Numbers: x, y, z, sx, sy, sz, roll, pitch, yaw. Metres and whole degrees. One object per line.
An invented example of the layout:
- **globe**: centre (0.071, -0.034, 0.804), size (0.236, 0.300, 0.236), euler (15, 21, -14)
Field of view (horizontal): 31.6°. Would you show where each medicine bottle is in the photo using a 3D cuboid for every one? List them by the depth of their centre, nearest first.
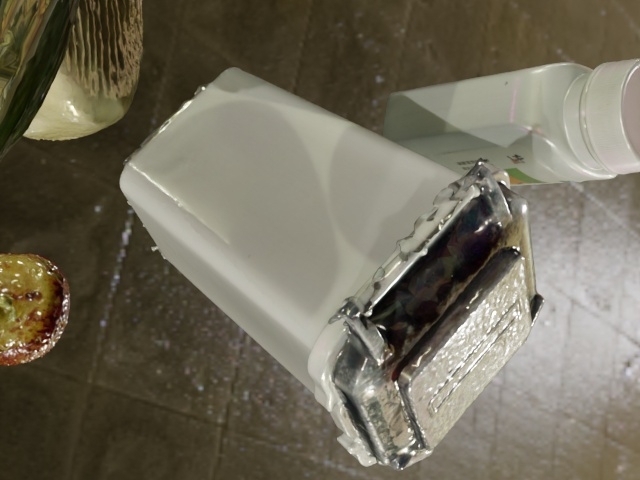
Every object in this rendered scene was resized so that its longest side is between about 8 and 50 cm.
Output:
- **medicine bottle**: centre (0.210, -0.112, 1.151), size (0.161, 0.296, 0.111), euler (20, 74, -41)

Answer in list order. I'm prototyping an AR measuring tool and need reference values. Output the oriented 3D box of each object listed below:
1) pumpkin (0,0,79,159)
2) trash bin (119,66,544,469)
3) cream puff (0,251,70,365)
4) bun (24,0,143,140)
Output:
- **pumpkin**: centre (-0.281, -0.150, 0.321), size (0.454, 0.344, 0.454), euler (42, 14, -13)
- **trash bin**: centre (0.000, 0.000, 1.060), size (0.256, 0.368, 0.296), euler (-47, 150, -14)
- **cream puff**: centre (-0.373, 0.084, 1.367), size (0.084, 0.149, 0.149), euler (89, 15, -67)
- **bun**: centre (-0.213, -0.174, 0.831), size (0.237, 0.116, 0.210), euler (-46, 126, -70)
